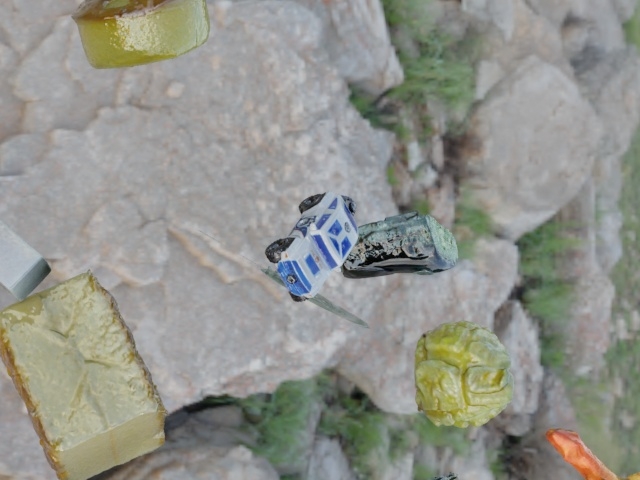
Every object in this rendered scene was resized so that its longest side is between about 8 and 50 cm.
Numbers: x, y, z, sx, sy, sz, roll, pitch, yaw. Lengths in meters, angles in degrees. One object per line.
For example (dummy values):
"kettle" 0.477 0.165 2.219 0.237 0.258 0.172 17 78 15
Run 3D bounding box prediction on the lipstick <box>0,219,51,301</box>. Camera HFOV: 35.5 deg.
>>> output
"lipstick" -0.597 -0.050 1.618 0.080 0.371 0.076 -49 168 -17

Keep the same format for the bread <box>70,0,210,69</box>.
"bread" -0.342 -0.425 1.927 0.270 0.270 0.148 -38 125 -49

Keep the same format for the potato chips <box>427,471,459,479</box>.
"potato chips" 0.073 0.333 1.192 0.029 0.202 0.220 60 -12 21

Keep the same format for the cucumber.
"cucumber" 0.123 0.017 1.546 0.115 0.193 0.086 85 -1 -64

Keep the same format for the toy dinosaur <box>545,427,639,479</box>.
"toy dinosaur" 0.254 0.258 0.729 0.288 0.070 0.117 54 18 3

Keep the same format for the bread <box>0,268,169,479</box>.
"bread" -0.404 0.237 1.687 0.207 0.279 0.279 -24 73 -16

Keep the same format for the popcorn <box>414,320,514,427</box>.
"popcorn" 0.245 0.228 1.719 0.187 0.167 0.185 77 16 -53

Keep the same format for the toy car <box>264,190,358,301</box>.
"toy car" 0.000 0.000 1.291 0.080 0.070 0.170 60 40 -22

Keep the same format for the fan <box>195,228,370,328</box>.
"fan" -0.079 0.066 1.907 0.012 0.415 0.233 -61 159 1
